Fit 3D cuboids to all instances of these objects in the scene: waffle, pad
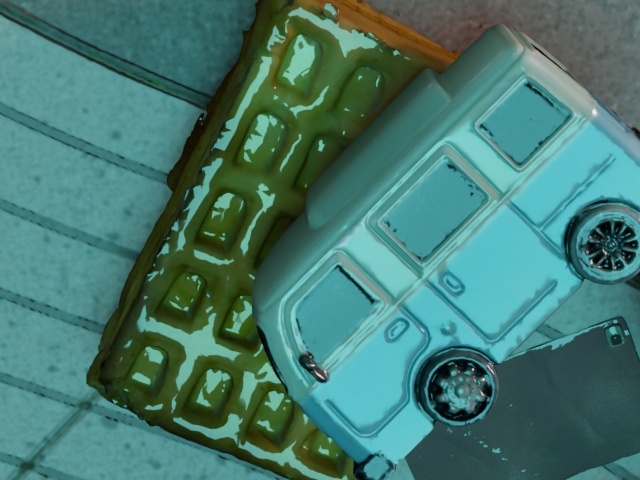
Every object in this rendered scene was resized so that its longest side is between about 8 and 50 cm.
[{"bbox_3d":[0.000,0.000,1.321,0.224,0.098,0.327,23,108,-11],"label":"waffle"},{"bbox_3d":[0.151,0.135,1.426,0.188,0.006,0.113,-20,112,8],"label":"pad"}]

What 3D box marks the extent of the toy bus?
[{"bbox_3d":[0.074,0.003,1.205,0.165,0.133,0.271,43,99,-11],"label":"toy bus"}]
